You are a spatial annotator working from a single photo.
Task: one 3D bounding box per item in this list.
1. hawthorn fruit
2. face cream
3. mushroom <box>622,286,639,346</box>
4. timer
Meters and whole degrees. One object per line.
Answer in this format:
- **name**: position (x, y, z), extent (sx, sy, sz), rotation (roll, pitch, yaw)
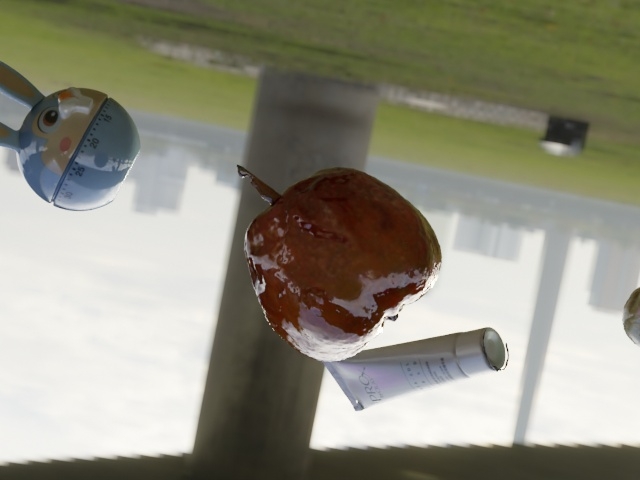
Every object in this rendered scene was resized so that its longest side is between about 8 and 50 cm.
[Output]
- **hawthorn fruit**: position (0.000, 0.000, 1.606), extent (0.243, 0.207, 0.207), rotation (46, -174, 3)
- **face cream**: position (0.118, 0.156, 1.846), extent (0.243, 0.092, 0.058), rotation (-17, -157, 35)
- **mushroom**: position (0.393, 0.088, 1.745), extent (0.083, 0.084, 0.067), rotation (10, -170, -25)
- **timer**: position (-0.340, -0.148, 1.870), extent (0.255, 0.175, 0.175), rotation (46, 168, -23)
